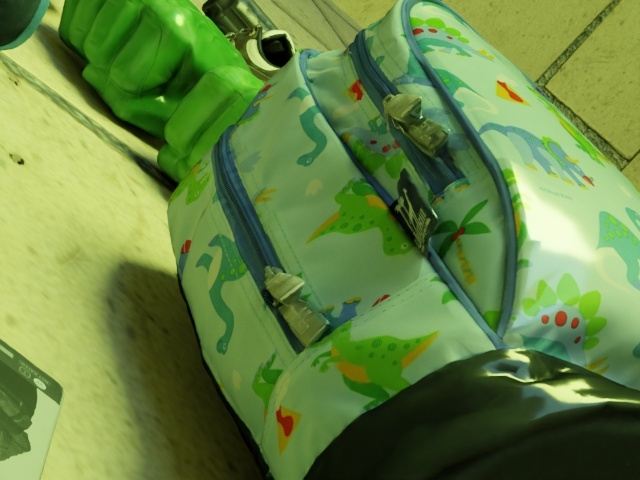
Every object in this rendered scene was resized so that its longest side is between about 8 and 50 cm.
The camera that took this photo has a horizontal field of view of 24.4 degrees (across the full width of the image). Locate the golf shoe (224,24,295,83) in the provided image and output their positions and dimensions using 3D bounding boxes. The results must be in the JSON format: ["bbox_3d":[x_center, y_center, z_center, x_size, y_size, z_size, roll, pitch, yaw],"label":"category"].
[{"bbox_3d":[-0.064,-0.154,1.301,0.077,0.094,0.198,31,15,-44],"label":"golf shoe"}]

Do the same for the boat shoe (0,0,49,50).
[{"bbox_3d":[-0.245,-0.171,0.768,0.258,0.109,0.089,31,10,31],"label":"boat shoe"}]

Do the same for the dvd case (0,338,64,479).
[{"bbox_3d":[-0.157,0.043,0.397,0.179,0.029,0.238,41,12,-14],"label":"dvd case"}]

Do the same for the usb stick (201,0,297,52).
[{"bbox_3d":[-0.008,-0.126,1.406,0.278,0.045,0.077,48,-10,-16],"label":"usb stick"}]

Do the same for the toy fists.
[{"bbox_3d":[-0.078,-0.090,1.014,0.279,0.096,0.142,47,2,27],"label":"toy fists"}]

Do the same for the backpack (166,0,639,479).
[{"bbox_3d":[0.068,0.044,0.711,0.290,0.273,0.355,28,5,-33],"label":"backpack"}]
